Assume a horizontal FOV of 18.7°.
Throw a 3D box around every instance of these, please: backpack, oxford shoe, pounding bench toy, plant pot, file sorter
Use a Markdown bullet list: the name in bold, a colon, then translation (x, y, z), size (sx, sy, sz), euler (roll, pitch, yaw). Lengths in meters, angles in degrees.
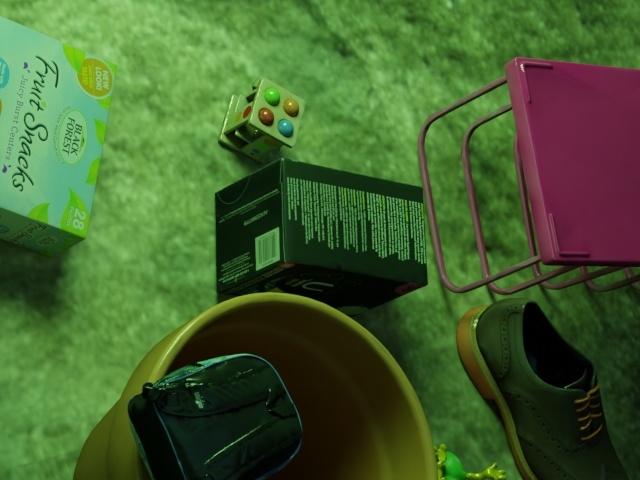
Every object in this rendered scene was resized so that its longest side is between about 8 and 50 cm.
- **backpack**: translation (-0.081, 0.141, 1.457), size (0.114, 0.084, 0.105), euler (-23, 90, -33)
- **oxford shoe**: translation (0.241, 0.177, 1.928), size (0.097, 0.098, 0.271), euler (-43, 101, -37)
- **pounding bench toy**: translation (-0.050, -0.127, 1.840), size (0.052, 0.065, 0.083), euler (28, 60, -26)
- **plant pot**: translation (-0.074, 0.209, 1.623), size (0.291, 0.203, 0.291), euler (13, 67, -32)
- **file sorter**: translation (0.265, -0.051, 1.969), size (0.291, 0.182, 0.202), euler (1, 73, -37)

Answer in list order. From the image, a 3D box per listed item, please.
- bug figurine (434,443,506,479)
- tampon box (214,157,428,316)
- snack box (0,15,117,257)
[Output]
- **bug figurine**: translation (0.157, 0.320, 1.837), size (0.279, 0.072, 0.216), euler (26, 61, -26)
- **tampon box**: translation (0.000, 0.000, 1.798), size (0.161, 0.120, 0.101), euler (11, 68, -33)
- **snack box**: translation (-0.288, -0.102, 1.657), size (0.207, 0.070, 0.174), euler (21, 63, -31)
